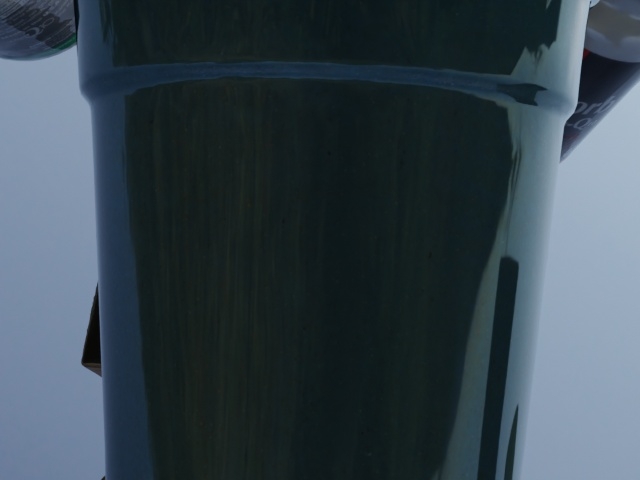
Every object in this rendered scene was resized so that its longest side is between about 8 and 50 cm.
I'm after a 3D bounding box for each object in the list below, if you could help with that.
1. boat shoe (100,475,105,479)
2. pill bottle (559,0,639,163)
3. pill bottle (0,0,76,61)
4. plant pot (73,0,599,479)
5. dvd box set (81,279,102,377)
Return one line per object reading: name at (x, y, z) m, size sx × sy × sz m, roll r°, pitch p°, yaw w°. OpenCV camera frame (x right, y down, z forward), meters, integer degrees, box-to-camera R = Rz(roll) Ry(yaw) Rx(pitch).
boat shoe at (-0.233, 0.301, 1.539) m, size 0.063 × 0.170 × 0.059 m, roll 27°, pitch -156°, yaw -56°
pill bottle at (0.277, -0.246, 1.579) m, size 0.210 × 0.363 × 0.210 m, roll 12°, pitch -125°, yaw -18°
pill bottle at (-0.320, -0.282, 1.217) m, size 0.204 × 0.204 × 0.361 m, roll 7°, pitch 178°, yaw 12°
plant pot at (0.000, 0.000, 0.875) m, size 0.341 × 0.334 × 0.341 m, roll 3°, pitch 178°, yaw 0°
dvd box set at (-0.134, 0.085, 1.778) m, size 0.062 × 0.420 × 0.308 m, roll -3°, pitch -115°, yaw 26°
